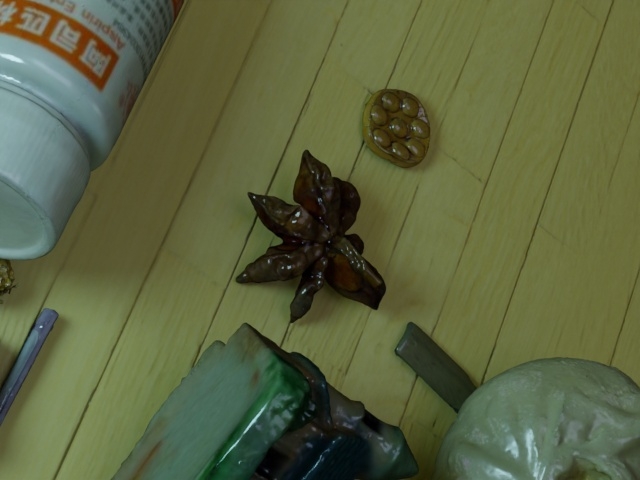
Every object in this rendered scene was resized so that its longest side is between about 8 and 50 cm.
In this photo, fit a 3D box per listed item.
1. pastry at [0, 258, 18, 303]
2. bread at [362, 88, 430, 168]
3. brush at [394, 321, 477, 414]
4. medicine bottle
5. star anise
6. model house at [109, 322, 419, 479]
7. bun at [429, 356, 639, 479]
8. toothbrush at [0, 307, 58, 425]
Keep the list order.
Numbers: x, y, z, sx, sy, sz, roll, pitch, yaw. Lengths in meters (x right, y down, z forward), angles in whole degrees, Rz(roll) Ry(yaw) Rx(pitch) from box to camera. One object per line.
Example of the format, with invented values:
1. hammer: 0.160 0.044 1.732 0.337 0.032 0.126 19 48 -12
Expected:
1. pastry: -0.387 0.035 1.772 0.140 0.056 0.080 -2 64 -39
2. bread: 0.099 -0.145 2.197 0.110 0.024 0.110 9 74 -37
3. brush: 0.203 0.209 2.197 0.282 0.048 0.054 44 56 -21
4. medicine bottle: -0.291 -0.181 1.773 0.211 0.211 0.371 38 56 -26
5. star anise: -0.002 -0.004 2.050 0.212 0.111 0.196 14 66 -28
6. model house: -0.051 0.293 1.821 0.280 0.245 0.312 39 87 -21
7. bun: 0.309 0.319 2.108 0.365 0.219 0.365 -5 99 -29
8. toothbrush: -0.354 0.225 1.779 0.029 0.024 0.354 41 60 -31
